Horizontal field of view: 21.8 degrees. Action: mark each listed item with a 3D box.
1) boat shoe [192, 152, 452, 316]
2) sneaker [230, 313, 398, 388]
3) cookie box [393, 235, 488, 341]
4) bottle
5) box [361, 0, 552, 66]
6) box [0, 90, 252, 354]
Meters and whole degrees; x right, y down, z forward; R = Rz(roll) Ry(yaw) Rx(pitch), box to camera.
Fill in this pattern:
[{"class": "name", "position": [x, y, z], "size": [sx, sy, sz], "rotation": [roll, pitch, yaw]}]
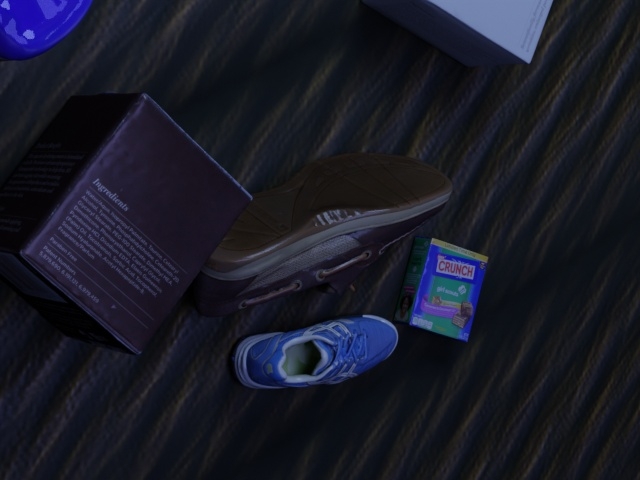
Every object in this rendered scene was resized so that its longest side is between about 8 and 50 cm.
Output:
[{"class": "boat shoe", "position": [0.000, 0.000, 1.853], "size": [0.342, 0.123, 0.123], "rotation": [-23, 136, -35]}, {"class": "sneaker", "position": [0.006, 0.132, 1.870], "size": [0.211, 0.081, 0.080], "rotation": [-12, 99, -33]}, {"class": "cookie box", "position": [0.144, 0.058, 1.978], "size": [0.091, 0.040, 0.107], "rotation": [18, 83, -32]}, {"class": "bottle", "position": [-0.310, -0.217, 1.516], "size": [0.118, 0.283, 0.092], "rotation": [-48, 117, -21]}, {"class": "box", "position": [0.174, -0.319, 1.922], "size": [0.182, 0.119, 0.181], "rotation": [27, 80, -31]}, {"class": "box", "position": [-0.215, -0.019, 1.662], "size": [0.167, 0.168, 0.203], "rotation": [44, 71, -27]}]
